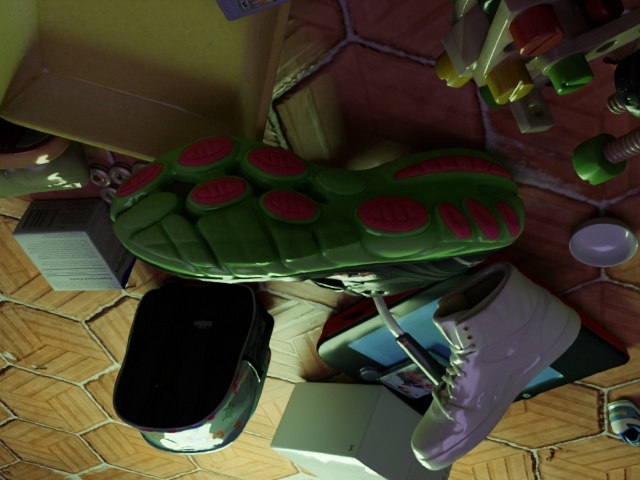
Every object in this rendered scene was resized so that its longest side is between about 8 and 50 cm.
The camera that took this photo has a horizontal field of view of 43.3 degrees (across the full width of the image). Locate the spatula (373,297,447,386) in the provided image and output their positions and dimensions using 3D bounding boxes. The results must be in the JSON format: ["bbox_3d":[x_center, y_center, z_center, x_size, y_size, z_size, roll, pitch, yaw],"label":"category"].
[{"bbox_3d":[0.102,0.113,1.146,0.084,0.030,0.296,-33,98,42],"label":"spatula"}]

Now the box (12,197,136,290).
[{"bbox_3d":[-0.367,0.008,1.221,0.126,0.072,0.137,-1,137,17],"label":"box"}]

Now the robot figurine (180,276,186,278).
[{"bbox_3d":[-0.181,0.017,1.174,0.101,0.067,0.115,48,144,-12],"label":"robot figurine"}]

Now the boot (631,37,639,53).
[{"bbox_3d":[0.410,-0.208,0.745,0.197,0.073,0.152,14,137,-5],"label":"boot"}]

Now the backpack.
[{"bbox_3d":[-0.197,0.208,1.265,0.225,0.253,0.191,-3,138,18],"label":"backpack"}]

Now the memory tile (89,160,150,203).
[{"bbox_3d":[-0.250,-0.068,1.144,0.148,0.012,0.113,-3,138,19],"label":"memory tile"}]

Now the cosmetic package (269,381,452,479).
[{"bbox_3d":[0.077,0.358,1.415,0.224,0.138,0.224,-9,140,47],"label":"cosmetic package"}]

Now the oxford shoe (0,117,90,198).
[{"bbox_3d":[-0.481,-0.101,1.091,0.348,0.123,0.130,2,144,16],"label":"oxford shoe"}]

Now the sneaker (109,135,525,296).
[{"bbox_3d":[0.000,0.000,0.948,0.483,0.185,0.202,2,146,-13],"label":"sneaker"}]

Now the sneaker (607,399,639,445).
[{"bbox_3d":[0.531,0.319,1.337,0.144,0.059,0.053,30,136,-20],"label":"sneaker"}]

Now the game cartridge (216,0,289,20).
[{"bbox_3d":[-0.066,-0.242,0.760,0.083,0.017,0.056,-11,130,26],"label":"game cartridge"}]

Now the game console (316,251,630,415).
[{"bbox_3d":[0.220,0.170,1.253,0.342,0.060,0.386,35,137,-23],"label":"game console"}]

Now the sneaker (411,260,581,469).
[{"bbox_3d":[0.185,0.158,1.068,0.169,0.108,0.292,37,98,-23],"label":"sneaker"}]

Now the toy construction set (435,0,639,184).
[{"bbox_3d":[0.164,-0.212,0.722,0.309,0.257,0.237,49,150,-4],"label":"toy construction set"}]

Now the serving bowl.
[{"bbox_3d":[0.361,-0.003,1.032,0.083,0.027,0.083,8,140,6],"label":"serving bowl"}]

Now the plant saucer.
[{"bbox_3d":[-0.204,-0.234,0.883,0.332,0.081,0.333,15,140,-3],"label":"plant saucer"}]

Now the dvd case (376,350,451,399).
[{"bbox_3d":[0.160,0.215,1.279,0.087,0.013,0.119,32,138,-27],"label":"dvd case"}]

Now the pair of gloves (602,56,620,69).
[{"bbox_3d":[0.333,-0.162,0.815,0.074,0.083,0.010,14,104,-41],"label":"pair of gloves"}]
